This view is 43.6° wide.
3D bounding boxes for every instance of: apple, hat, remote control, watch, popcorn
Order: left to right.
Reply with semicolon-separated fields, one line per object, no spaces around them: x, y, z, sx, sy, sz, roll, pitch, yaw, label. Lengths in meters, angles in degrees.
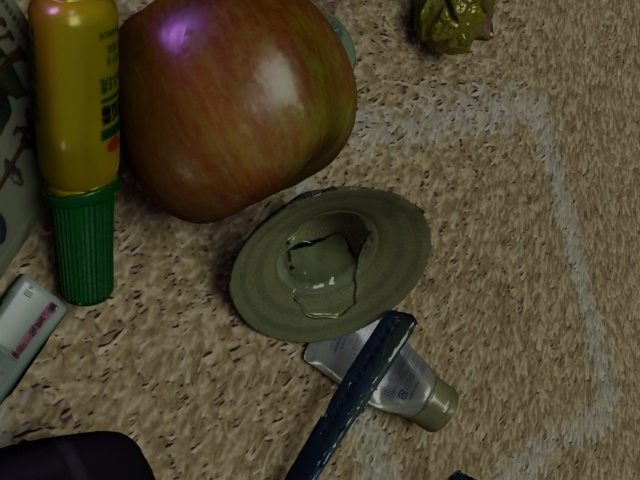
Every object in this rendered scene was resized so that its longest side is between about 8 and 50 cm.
-0.306;0.113;0.758;0.065;0.029;0.166;45;59;-26;remote control
-0.097;-0.156;0.824;0.264;0.264;0.264;6;81;-39;apple
0.000;0.000;0.967;0.252;0.252;0.110;21;29;-36;hat
0.051;0.268;0.972;0.275;0.068;0.276;-30;106;-22;watch
0.200;-0.344;1.182;0.145;0.126;0.125;-61;148;-45;popcorn

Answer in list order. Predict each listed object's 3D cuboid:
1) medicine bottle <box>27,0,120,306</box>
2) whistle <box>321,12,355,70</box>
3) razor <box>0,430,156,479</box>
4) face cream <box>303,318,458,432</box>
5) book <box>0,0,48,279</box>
-0.226;-0.080;0.746;0.076;0.111;0.308;4;116;-6;medicine bottle
-0.007;-0.198;1.026;0.104;0.057;0.198;22;70;-36;whistle
-0.314;0.221;0.627;0.349;0.204;0.113;3;78;-38;razor
0.081;0.167;1.065;0.224;0.070;0.114;37;61;-17;face cream
-0.331;-0.032;0.659;0.260;0.043;0.371;72;38;-58;book
